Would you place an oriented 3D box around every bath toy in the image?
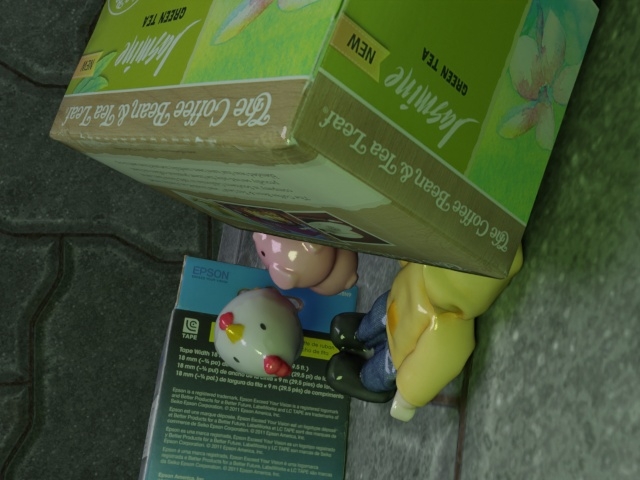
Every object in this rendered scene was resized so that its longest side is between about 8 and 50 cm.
[{"bbox_3d":[0.000,0.000,0.754,0.348,0.151,0.129,-57,20,8],"label":"bath toy"}]

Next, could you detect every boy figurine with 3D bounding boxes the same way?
[{"bbox_3d":[0.086,0.072,0.664,0.285,0.092,0.177,121,159,-60],"label":"boy figurine"}]

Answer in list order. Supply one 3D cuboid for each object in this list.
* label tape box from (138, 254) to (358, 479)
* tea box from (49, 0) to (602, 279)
[{"bbox_3d":[-0.090,0.210,0.931,0.106,0.241,0.333,130,149,-65],"label":"label tape box"},{"bbox_3d":[0.006,-0.172,0.561,0.329,0.220,0.323,9,76,49],"label":"tea box"}]
